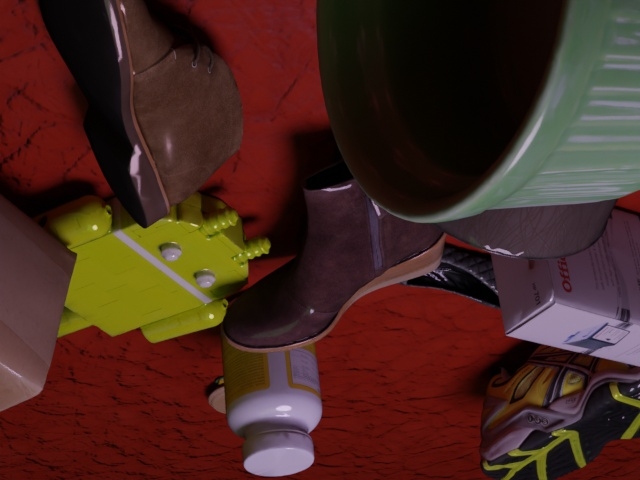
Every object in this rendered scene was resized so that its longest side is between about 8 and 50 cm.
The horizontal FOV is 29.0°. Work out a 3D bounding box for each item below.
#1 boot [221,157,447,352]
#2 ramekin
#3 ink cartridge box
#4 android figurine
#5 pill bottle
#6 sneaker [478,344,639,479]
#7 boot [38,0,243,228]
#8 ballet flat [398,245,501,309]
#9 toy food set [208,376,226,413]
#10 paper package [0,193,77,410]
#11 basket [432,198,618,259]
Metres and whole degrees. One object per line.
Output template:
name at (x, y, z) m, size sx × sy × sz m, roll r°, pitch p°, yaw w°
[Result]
boot at (0.000, 0.000, 1.173) m, size 0.248 × 0.090 × 0.207 m, roll -24°, pitch 146°, yaw -2°
ramekin at (0.127, -0.161, 0.775) m, size 0.148 × 0.303 × 0.303 m, roll 1°, pitch 148°, yaw -26°
ink cartridge box at (0.271, 0.037, 1.249) m, size 0.190 × 0.140 × 0.082 m, roll 14°, pitch 144°, yaw -28°
android figurine at (-0.184, 0.026, 1.228) m, size 0.273 × 0.056 × 0.248 m, roll -17°, pitch 146°, yaw 19°
pill bottle at (-0.052, 0.153, 1.327) m, size 0.103 × 0.184 × 0.103 m, roll -5°, pitch 147°, yaw -3°
sneaker at (0.327, 0.154, 1.437) m, size 0.145 × 0.147 × 0.384 m, roll 26°, pitch 136°, yaw -38°
boot at (-0.135, -0.144, 0.958) m, size 0.115 × 0.112 × 0.305 m, roll -32°, pitch 147°, yaw -17°
ballet flat at (0.135, 0.038, 1.309) m, size 0.173 × 0.049 × 0.057 m, roll 9°, pitch 144°, yaw -23°
toy food set at (-0.098, 0.192, 1.533) m, size 0.083 × 0.020 × 0.082 m, roll 4°, pitch 146°, yaw -16°
paper package at (-0.427, 0.036, 1.046) m, size 0.309 × 0.168 × 0.325 m, roll -24°, pitch 134°, yaw 24°
basket at (0.188, -0.113, 0.996) m, size 0.204 × 0.154 × 0.227 m, roll 10°, pitch 141°, yaw -12°
